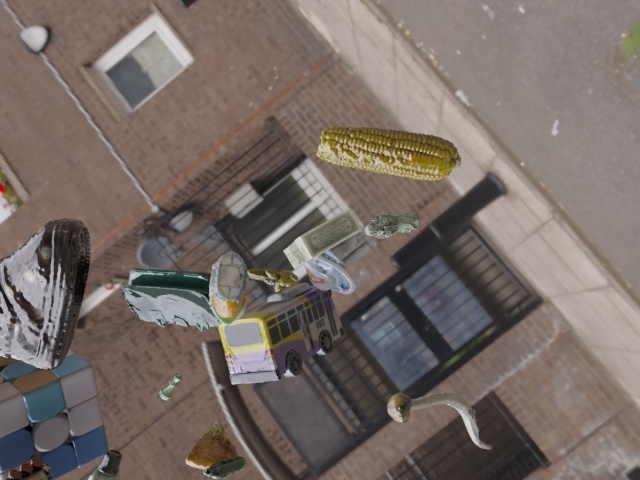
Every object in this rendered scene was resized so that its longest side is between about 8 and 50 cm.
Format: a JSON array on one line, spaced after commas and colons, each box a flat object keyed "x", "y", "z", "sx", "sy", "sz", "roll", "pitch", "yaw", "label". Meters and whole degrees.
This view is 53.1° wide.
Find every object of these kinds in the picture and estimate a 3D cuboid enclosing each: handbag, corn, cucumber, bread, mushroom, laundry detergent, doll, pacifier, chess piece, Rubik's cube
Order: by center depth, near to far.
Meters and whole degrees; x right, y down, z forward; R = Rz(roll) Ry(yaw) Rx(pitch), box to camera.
[{"x": 0.206, "y": 0.280, "z": 1.024, "sx": 0.306, "sy": 0.068, "sz": 0.043, "roll": 28, "pitch": -173, "yaw": -43, "label": "mushroom"}, {"x": -0.475, "y": 0.556, "z": 1.360, "sx": 0.070, "sy": 0.226, "sz": 0.099, "roll": 21, "pitch": -179, "yaw": 14, "label": "laundry detergent"}, {"x": -0.211, "y": 0.500, "z": 1.399, "sx": 0.037, "sy": 0.037, "sz": 0.155, "roll": 53, "pitch": -165, "yaw": 23, "label": "cucumber"}, {"x": 0.172, "y": -0.222, "z": 1.615, "sx": 0.120, "sy": 0.363, "sz": 0.121, "roll": 6, "pitch": -90, "yaw": -89, "label": "corn"}, {"x": -0.306, "y": 0.578, "z": 1.756, "sx": 0.154, "sy": 0.136, "sz": 0.054, "roll": 50, "pitch": 143, "yaw": 36, "label": "bread"}, {"x": -0.461, "y": 0.450, "z": 1.990, "sx": 0.042, "sy": 0.093, "sz": 0.042, "roll": 33, "pitch": -164, "yaw": -11, "label": "chess piece"}, {"x": -0.945, "y": 0.563, "z": 2.094, "sx": 0.344, "sy": 0.346, "sz": 0.347, "roll": 15, "pitch": 117, "yaw": 45, "label": "Rubik's cube"}, {"x": 0.052, "y": 0.056, "z": 2.103, "sx": 0.227, "sy": 0.207, "sz": 0.279, "roll": 27, "pitch": 157, "yaw": 25, "label": "pacifier"}, {"x": -0.499, "y": 0.207, "z": 2.195, "sx": 0.239, "sy": 0.326, "sz": 0.089, "roll": 75, "pitch": -158, "yaw": -44, "label": "handbag"}, {"x": -0.188, "y": 0.158, "z": 2.487, "sx": 0.209, "sy": 0.097, "sz": 0.137, "roll": 11, "pitch": 157, "yaw": -3, "label": "doll"}]

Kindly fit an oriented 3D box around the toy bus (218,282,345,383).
[{"x": -0.120, "y": 0.300, "z": 2.159, "sx": 0.440, "sy": 0.209, "sz": 0.249, "roll": -21, "pitch": -84, "yaw": -57, "label": "toy bus"}]

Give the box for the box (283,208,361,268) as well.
[{"x": 0.000, "y": 0.000, "z": 1.801, "sx": 0.069, "sy": 0.164, "sz": 0.256, "roll": 60, "pitch": 164, "yaw": 2, "label": "box"}]

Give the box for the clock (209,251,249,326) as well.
[{"x": -0.240, "y": 0.125, "z": 1.686, "sx": 0.144, "sy": 0.103, "sz": 0.231, "roll": 107, "pitch": 168, "yaw": -52, "label": "clock"}]

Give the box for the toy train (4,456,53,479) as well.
[{"x": -0.733, "y": 0.605, "z": 1.613, "sx": 0.087, "sy": 0.050, "sz": 0.138, "roll": 41, "pitch": -166, "yaw": 10, "label": "toy train"}]

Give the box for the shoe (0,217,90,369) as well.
[{"x": -0.665, "y": 0.106, "z": 1.444, "sx": 0.237, "sy": 0.384, "sz": 0.171, "roll": 16, "pitch": -155, "yaw": -10, "label": "shoe"}]

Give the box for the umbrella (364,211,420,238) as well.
[{"x": 0.164, "y": -0.034, "z": 1.481, "sx": 0.067, "sy": 0.143, "sz": 0.062, "roll": 37, "pitch": 131, "yaw": 49, "label": "umbrella"}]
